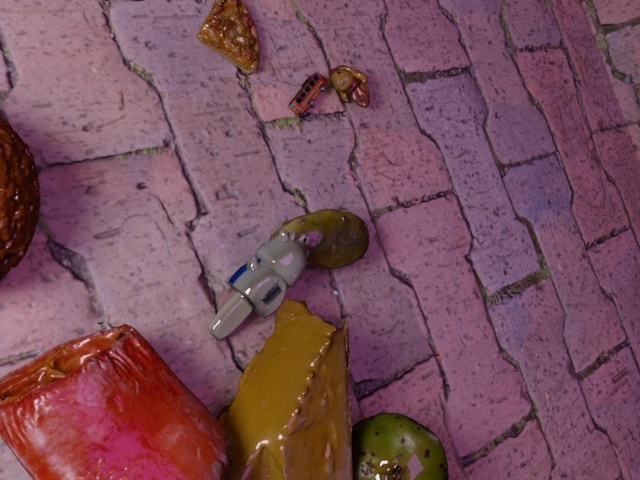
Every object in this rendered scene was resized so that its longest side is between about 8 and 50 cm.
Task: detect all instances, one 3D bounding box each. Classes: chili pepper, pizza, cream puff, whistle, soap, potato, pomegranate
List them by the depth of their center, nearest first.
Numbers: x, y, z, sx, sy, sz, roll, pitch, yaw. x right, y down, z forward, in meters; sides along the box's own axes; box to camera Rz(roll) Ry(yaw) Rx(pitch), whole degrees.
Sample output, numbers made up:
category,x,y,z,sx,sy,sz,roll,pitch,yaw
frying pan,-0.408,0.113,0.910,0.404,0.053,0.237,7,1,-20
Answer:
category,x,y,z,sx,sy,sz,roll,pitch,yaw
cream puff,-0.512,-0.071,1.020,0.302,0.212,0.303,11,71,-32
chili pepper,-0.285,0.268,1.102,0.251,0.229,0.305,-41,105,-30
soap,-0.097,0.276,1.258,0.304,0.169,0.339,-4,93,-47
whistle,-0.107,0.076,1.377,0.244,0.092,0.110,-47,135,-12
pomegranate,0.131,0.423,1.445,0.263,0.210,0.211,61,23,-76
potato,0.000,0.000,1.512,0.225,0.090,0.118,-8,88,-35
pizza,-0.172,-0.403,1.518,0.134,0.046,0.175,-33,99,-41

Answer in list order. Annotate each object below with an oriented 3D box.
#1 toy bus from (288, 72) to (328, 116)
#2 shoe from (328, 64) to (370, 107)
category,x,y,z,sx,sy,sz,roll,pitch,yaw
toy bus,-0.025,-0.304,1.623,0.043,0.031,0.110,42,54,-14
shoe,0.069,-0.333,1.682,0.109,0.072,0.069,52,16,-45
